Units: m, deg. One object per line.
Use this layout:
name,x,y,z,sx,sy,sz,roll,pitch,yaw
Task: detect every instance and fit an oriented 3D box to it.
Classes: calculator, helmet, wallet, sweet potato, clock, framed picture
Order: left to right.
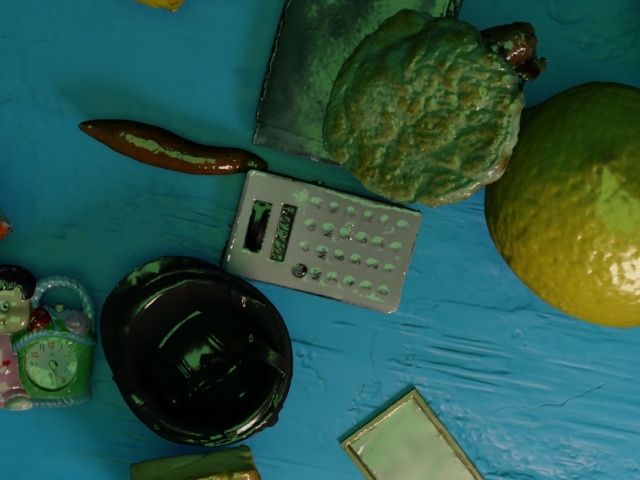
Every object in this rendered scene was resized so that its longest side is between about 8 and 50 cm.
clock,-0.404,0.129,1.824,0.194,0.100,0.195,-3,99,-6
sweet potato,-0.203,-0.123,1.826,0.264,0.057,0.057,16,96,-9
helmet,-0.159,0.161,1.805,0.279,0.160,0.230,41,82,18
calculator,0.000,0.000,1.852,0.261,0.021,0.161,13,104,-6
wallet,0.057,-0.267,1.814,0.237,0.075,0.342,15,98,2
framed picture,0.141,0.331,1.917,0.136,0.010,0.201,-37,97,3

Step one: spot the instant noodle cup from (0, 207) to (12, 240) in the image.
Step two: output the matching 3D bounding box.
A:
instant noodle cup,-0.550,-0.034,1.717,0.214,0.296,0.296,-39,97,-6

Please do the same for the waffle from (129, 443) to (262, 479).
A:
waffle,-0.157,0.347,1.791,0.168,0.274,0.057,-11,63,-1

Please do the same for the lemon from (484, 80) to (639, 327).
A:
lemon,0.381,-0.045,1.735,0.336,0.336,0.336,0,97,-3

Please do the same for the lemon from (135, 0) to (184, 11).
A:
lemon,-0.213,-0.398,1.730,0.178,0.178,0.203,-14,95,-1

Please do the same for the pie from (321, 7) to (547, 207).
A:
pie,0.137,-0.171,1.701,0.274,0.105,0.257,13,86,28
